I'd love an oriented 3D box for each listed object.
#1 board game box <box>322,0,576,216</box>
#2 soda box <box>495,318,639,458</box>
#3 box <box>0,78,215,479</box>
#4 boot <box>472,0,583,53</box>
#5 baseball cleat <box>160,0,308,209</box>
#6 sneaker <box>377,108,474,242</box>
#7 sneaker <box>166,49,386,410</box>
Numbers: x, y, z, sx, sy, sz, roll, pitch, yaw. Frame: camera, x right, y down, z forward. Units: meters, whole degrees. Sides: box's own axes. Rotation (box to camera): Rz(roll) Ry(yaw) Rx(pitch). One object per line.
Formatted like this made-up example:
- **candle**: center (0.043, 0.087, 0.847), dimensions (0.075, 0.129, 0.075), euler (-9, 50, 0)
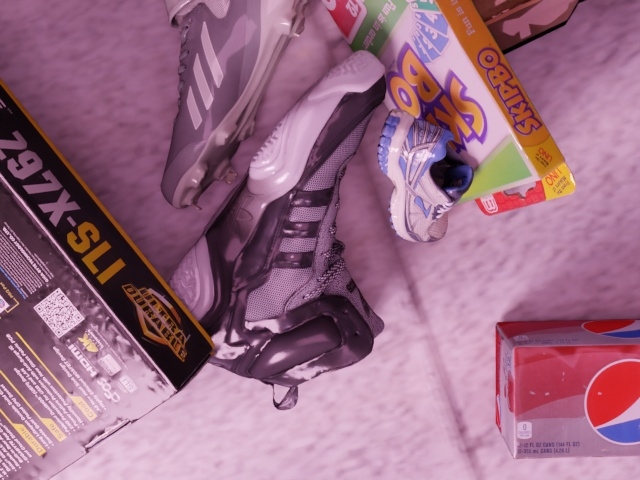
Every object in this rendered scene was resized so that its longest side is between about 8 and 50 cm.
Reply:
- **board game box**: center (0.077, -0.129, 0.785), dimensions (0.039, 0.124, 0.259), euler (-38, 98, -24)
- **soda box**: center (0.269, 0.109, 0.837), dimensions (0.263, 0.083, 0.092), euler (-1, 99, 0)
- **box**: center (-0.272, 0.031, 0.790), dimensions (0.257, 0.079, 0.322), euler (-35, 97, 27)
- **boot**: center (0.214, -0.235, 0.781), dimensions (0.305, 0.112, 0.115), euler (-24, 91, 6)
- **baseball cleat**: center (-0.084, -0.129, 0.821), dimensions (0.109, 0.072, 0.205), euler (31, 93, 10)
- **sneaker**: center (0.081, -0.037, 0.791), dimensions (0.058, 0.135, 0.052), euler (13, 63, 24)
- **sneaker**: center (0.000, 0.000, 0.817), dimensions (0.153, 0.101, 0.268), euler (35, 102, -5)
